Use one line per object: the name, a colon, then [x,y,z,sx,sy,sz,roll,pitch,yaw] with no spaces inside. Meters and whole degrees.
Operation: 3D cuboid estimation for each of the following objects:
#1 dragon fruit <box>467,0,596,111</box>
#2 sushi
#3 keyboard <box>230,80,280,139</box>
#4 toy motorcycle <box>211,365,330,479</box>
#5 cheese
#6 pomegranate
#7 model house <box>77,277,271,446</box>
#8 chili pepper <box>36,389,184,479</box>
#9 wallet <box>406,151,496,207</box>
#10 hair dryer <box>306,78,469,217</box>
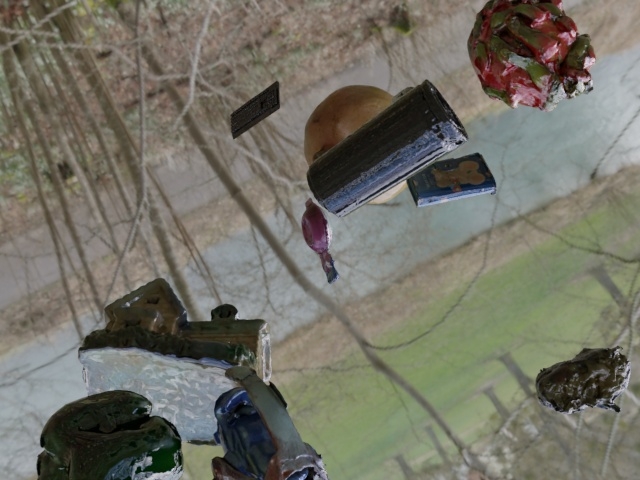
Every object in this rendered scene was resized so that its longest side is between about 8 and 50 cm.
dragon fruit: [0.454,-0.404,1.549,0.231,0.302,0.237,-20,141,-10]
sushi: [0.605,0.334,1.645,0.213,0.147,0.115,-19,177,2]
keyboard: [-0.158,-0.308,1.709,0.015,0.074,0.197,14,156,-37]
toy motorcycle: [-0.106,0.385,1.404,0.182,0.319,0.241,17,102,-43]
cheese: [0.000,0.000,1.184,0.038,0.145,0.095,-13,168,-20]
pomegranate: [0.102,-0.254,1.951,0.338,0.338,0.338,-27,163,-9]
model house: [-0.367,0.305,1.961,0.446,0.400,0.394,1,122,4]
chili pepper: [-0.417,0.433,1.414,0.257,0.249,0.233,-3,112,-52]
wallet: [0.320,-0.149,1.782,0.202,0.141,0.059,-11,134,-3]
hair dryer: [0.100,-0.144,0.950,0.197,0.089,0.251,-34,-166,28]
